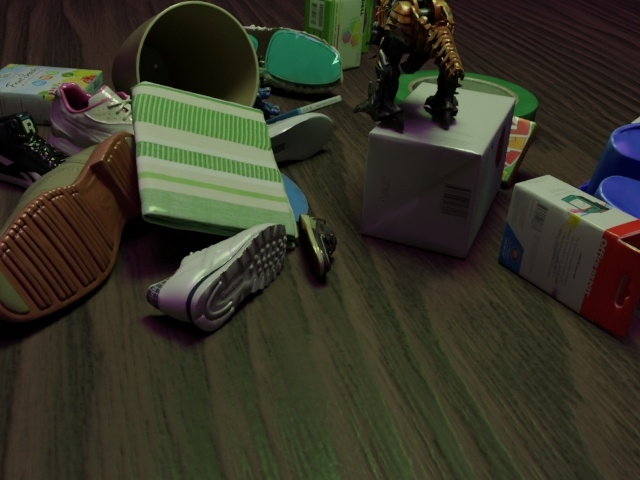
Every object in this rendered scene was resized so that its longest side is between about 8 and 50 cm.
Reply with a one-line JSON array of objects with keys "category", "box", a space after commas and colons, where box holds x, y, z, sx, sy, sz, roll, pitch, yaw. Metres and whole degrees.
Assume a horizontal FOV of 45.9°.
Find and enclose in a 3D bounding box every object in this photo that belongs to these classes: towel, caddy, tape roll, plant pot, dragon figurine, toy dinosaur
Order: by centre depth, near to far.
[{"category": "toy dinosaur", "box": [0.133, -0.288, 1.120, 0.164, 0.219, 0.322, 5, 28, 8]}, {"category": "caddy", "box": [0.547, -0.031, 1.130, 0.341, 0.179, 0.241, 15, 53, 17]}, {"category": "towel", "box": [-0.173, -0.125, 1.184, 0.247, 0.038, 0.325, 10, 41, -28]}, {"category": "plant pot", "box": [-0.302, -0.331, 1.504, 0.256, 0.257, 0.274, -17, 20, -34]}, {"category": "dragon figurine", "box": [-0.209, -0.342, 1.644, 0.289, 0.085, 0.144, 14, 45, 15]}, {"category": "tape roll", "box": [0.306, -0.289, 1.652, 0.321, 0.077, 0.321, 3, 30, -2]}]

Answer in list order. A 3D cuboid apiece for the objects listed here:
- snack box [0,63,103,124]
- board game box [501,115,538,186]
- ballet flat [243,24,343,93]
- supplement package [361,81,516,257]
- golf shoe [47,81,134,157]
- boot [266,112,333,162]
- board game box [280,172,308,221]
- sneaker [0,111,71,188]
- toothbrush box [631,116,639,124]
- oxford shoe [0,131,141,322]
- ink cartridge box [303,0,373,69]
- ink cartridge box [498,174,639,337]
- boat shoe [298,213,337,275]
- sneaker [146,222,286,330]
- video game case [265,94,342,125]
[{"category": "snack box", "box": [-0.573, -0.301, 1.555, 0.207, 0.070, 0.174, 4, 30, 2]}, {"category": "board game box", "box": [0.272, -0.205, 1.454, 0.259, 0.124, 0.039, 25, -3, 33]}, {"category": "ballet flat", "box": [-0.129, -0.434, 1.796, 0.408, 0.147, 0.147, 17, 31, 11]}, {"category": "supplement package", "box": [0.200, -0.128, 1.245, 0.175, 0.178, 0.293, 13, 31, 18]}, {"category": "golf shoe", "box": [-0.341, -0.192, 1.325, 0.306, 0.140, 0.115, 11, 28, 9]}, {"category": "boot", "box": [-0.104, -0.201, 1.413, 0.258, 0.095, 0.123, -23, 46, -38]}, {"category": "board game box", "box": [-0.104, -0.072, 1.240, 0.168, 0.033, 0.133, 13, 36, -26]}, {"category": "sneaker", "box": [-0.460, -0.145, 1.238, 0.216, 0.121, 0.079, 13, 31, 15]}, {"category": "toothbrush box", "box": [0.747, -0.155, 1.423, 0.295, 0.126, 0.216, 24, 35, 30]}, {"category": "oxford shoe", "box": [-0.365, -0.013, 1.050, 0.146, 0.141, 0.397, -15, 25, 22]}, {"category": "ink cartridge box", "box": [0.078, -0.557, 1.981, 0.255, 0.189, 0.097, -22, 37, -39]}, {"category": "ink cartridge box", "box": [0.366, 0.017, 1.055, 0.078, 0.134, 0.231, -14, 35, -31]}, {"category": "boat shoe", "box": [0.000, 0.000, 1.113, 0.049, 0.056, 0.152, -6, 30, -9]}, {"category": "sneaker", "box": [-0.128, 0.032, 1.016, 0.094, 0.090, 0.235, 10, 27, 29]}, {"category": "video game case", "box": [-0.045, -0.260, 1.541, 0.119, 0.015, 0.166, -13, 11, 36]}]
